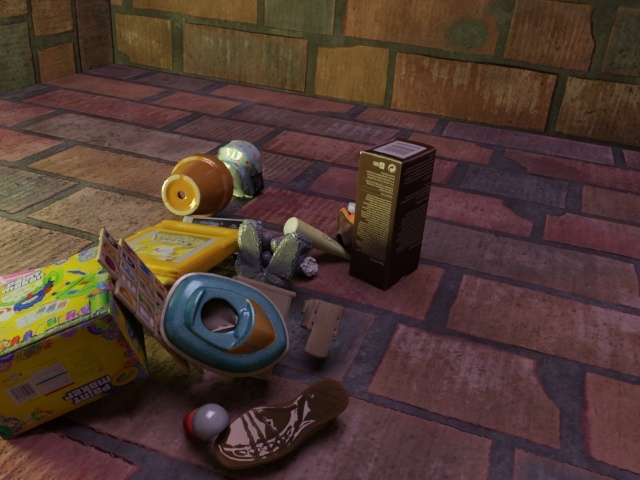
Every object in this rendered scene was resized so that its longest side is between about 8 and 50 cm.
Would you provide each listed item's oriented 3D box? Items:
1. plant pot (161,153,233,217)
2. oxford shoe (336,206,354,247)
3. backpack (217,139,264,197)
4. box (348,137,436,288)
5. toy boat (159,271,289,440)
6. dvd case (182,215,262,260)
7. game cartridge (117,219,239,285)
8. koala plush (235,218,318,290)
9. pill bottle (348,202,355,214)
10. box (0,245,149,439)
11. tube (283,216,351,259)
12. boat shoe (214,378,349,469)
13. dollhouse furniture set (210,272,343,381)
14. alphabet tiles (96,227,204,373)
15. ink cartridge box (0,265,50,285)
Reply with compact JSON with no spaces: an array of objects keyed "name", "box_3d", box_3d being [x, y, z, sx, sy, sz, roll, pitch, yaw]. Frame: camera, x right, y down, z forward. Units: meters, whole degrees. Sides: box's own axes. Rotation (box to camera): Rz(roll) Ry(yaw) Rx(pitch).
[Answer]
[{"name":"plant pot","box_3d":[-0.402,-0.161,1.981,0.205,0.205,0.188,10,17,11]},{"name":"oxford shoe","box_3d":[0.080,-0.036,1.960,0.097,0.098,0.271,41,1,-9]},{"name":"backpack","box_3d":[-0.294,-0.256,2.237,0.166,0.188,0.144,19,30,25]},{"name":"box","box_3d":[0.199,-0.078,1.758,0.143,0.381,0.191,21,30,33]},{"name":"toy boat","box_3d":[-0.188,0.223,1.205,0.268,0.148,0.318,20,66,-20]},{"name":"dvd case","box_3d":[-0.301,-0.006,1.848,0.239,0.029,0.179,3,35,1]},{"name":"game cartridge","box_3d":[-0.389,0.022,1.654,0.285,0.052,0.324,8,23,22]},{"name":"koala plush","box_3d":[-0.115,0.053,1.718,0.196,0.203,0.221,16,8,16]},{"name":"pill bottle","box_3d":[0.160,-0.088,2.103,0.137,0.078,0.078,7,27,4]},{"name":"box","box_3d":[-0.522,0.187,1.251,0.290,0.177,0.279,-23,33,-7]},{"name":"tube","box_3d":[0.000,0.000,1.849,0.240,0.062,0.070,26,52,-37]},{"name":"boat shoe","box_3d":[-0.072,0.361,1.198,0.285,0.089,0.104,-16,60,-31]},{"name":"dollhouse furniture set","box_3d":[-0.151,0.211,1.486,0.287,0.198,0.303,19,-10,-20]},{"name":"alphabet tiles","box_3d":[-0.360,0.130,1.348,0.011,0.342,0.285,-35,26,0]},{"name":"ink cartridge box","box_3d":[-0.635,0.123,1.584,0.371,0.069,0.176,-12,31,-34]}]
